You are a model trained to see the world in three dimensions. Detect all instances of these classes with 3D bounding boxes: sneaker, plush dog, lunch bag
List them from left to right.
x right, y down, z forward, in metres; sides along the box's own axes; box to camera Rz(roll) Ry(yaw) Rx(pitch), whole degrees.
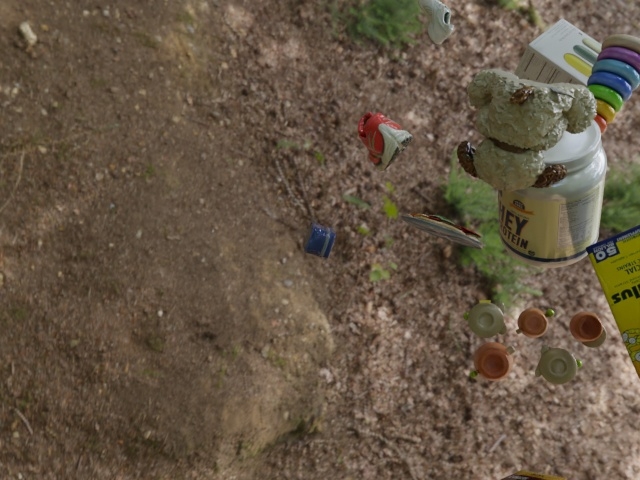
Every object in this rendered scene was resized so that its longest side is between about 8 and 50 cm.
[{"bbox_3d":[0.000,0.000,1.549,0.065,0.067,0.098,19,12,-8],"label":"lunch bag"},{"bbox_3d":[0.137,-0.235,1.497,0.118,0.279,0.107,44,90,0],"label":"sneaker"},{"bbox_3d":[0.280,-0.549,1.597,0.054,0.061,0.152,-7,75,-40],"label":"sneaker"},{"bbox_3d":[0.395,-0.205,1.338,0.262,0.225,0.210,16,26,18],"label":"plush dog"}]

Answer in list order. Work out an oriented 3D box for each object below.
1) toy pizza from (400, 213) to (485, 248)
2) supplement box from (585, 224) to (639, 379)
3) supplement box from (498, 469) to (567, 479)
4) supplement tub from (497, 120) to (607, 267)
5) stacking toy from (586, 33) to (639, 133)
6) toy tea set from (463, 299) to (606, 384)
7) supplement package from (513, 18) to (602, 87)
[{"bbox_3d":[0.278,-0.028,1.510,0.201,0.201,0.032,21,89,-10],"label":"toy pizza"},{"bbox_3d":[0.718,0.149,1.369,0.195,0.194,0.356,44,30,-34],"label":"supplement box"},{"bbox_3d":[0.330,0.519,1.124,0.194,0.129,0.191,-13,83,-22],"label":"supplement box"},{"bbox_3d":[0.534,-0.120,1.556,0.235,0.325,0.235,-9,44,8],"label":"supplement tub"},{"bbox_3d":[0.726,-0.355,1.719,0.141,0.141,0.330,29,86,-3],"label":"stacking toy"},{"bbox_3d":[0.521,0.252,1.638,0.336,0.124,0.200,2,85,14],"label":"toy tea set"},{"bbox_3d":[0.774,-0.513,2.098,0.263,0.198,0.199,42,63,17],"label":"supplement package"}]
